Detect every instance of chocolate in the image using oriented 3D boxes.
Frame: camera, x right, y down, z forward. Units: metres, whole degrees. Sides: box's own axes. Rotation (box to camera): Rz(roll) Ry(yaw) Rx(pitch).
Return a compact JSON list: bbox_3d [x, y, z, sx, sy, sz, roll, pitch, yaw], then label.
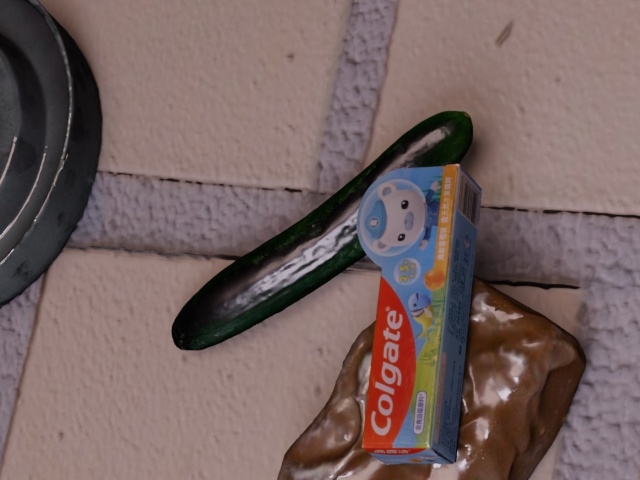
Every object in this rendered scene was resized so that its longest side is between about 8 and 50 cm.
[{"bbox_3d":[0.068,0.127,1.319,0.148,0.093,0.214,29,87,32],"label":"chocolate"}]

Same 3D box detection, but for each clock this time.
[{"bbox_3d":[-0.319,-0.073,1.589,0.312,0.061,0.312,-8,69,23],"label":"clock"}]

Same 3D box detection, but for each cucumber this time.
[{"bbox_3d":[0.000,0.000,1.418,0.284,0.056,0.056,-38,61,15],"label":"cucumber"}]

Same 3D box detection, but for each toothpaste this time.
[{"bbox_3d":[0.058,0.048,1.274,0.070,0.044,0.193,-2,68,25],"label":"toothpaste"}]
